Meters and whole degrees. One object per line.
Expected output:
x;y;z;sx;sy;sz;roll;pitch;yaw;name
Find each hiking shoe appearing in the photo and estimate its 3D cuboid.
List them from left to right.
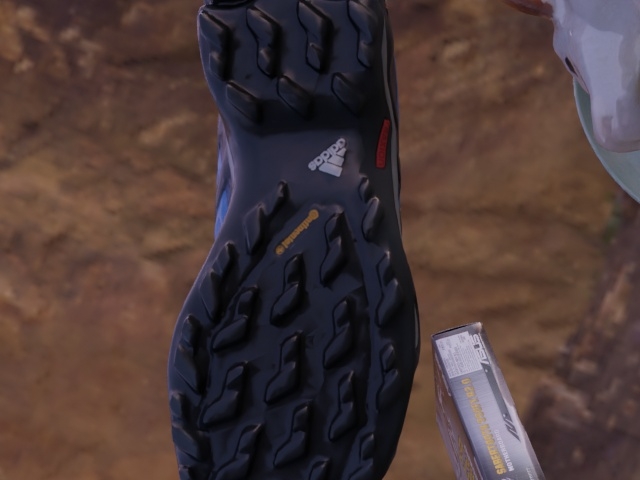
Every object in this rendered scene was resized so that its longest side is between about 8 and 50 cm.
0.000;0.000;0.780;0.132;0.113;0.304;7;-93;-79;hiking shoe

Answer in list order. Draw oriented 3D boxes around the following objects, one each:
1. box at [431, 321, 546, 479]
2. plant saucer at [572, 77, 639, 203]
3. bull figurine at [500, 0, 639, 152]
0.171;0.223;1.635;0.183;0.056;0.231;83;171;-56;box
0.249;-0.080;1.067;0.037;0.195;0.195;116;179;-63;plant saucer
0.165;-0.165;0.589;0.188;0.101;0.310;-108;42;-68;bull figurine
